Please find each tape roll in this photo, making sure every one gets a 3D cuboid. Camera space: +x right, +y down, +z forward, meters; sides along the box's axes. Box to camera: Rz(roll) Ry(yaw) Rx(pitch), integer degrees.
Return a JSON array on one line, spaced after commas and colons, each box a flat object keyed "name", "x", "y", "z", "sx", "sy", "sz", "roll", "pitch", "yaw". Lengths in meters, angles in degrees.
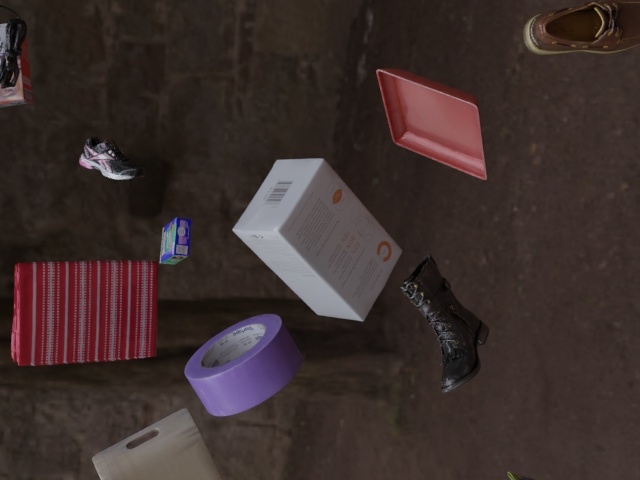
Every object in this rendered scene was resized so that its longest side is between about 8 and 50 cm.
[{"name": "tape roll", "x": -0.131, "y": 0.211, "z": 1.664, "sx": 0.080, "sy": 0.189, "sz": 0.189, "roll": 62, "pitch": 177, "yaw": -16}]

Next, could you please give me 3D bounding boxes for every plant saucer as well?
[{"name": "plant saucer", "x": 0.262, "y": -0.271, "z": 2.179, "sx": 0.047, "sy": 0.259, "sz": 0.258, "roll": -51, "pitch": -31, "yaw": -21}]

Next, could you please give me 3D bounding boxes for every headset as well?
[{"name": "headset", "x": -0.726, "y": -0.397, "z": 1.739, "sx": 0.243, "sy": 0.394, "sz": 0.185, "roll": -93, "pitch": 15, "yaw": -75}]

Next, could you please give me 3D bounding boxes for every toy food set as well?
[{"name": "toy food set", "x": -0.319, "y": 0.535, "z": 2.061, "sx": 0.092, "sy": 0.220, "sz": 0.306, "roll": 30, "pitch": 144, "yaw": 65}]

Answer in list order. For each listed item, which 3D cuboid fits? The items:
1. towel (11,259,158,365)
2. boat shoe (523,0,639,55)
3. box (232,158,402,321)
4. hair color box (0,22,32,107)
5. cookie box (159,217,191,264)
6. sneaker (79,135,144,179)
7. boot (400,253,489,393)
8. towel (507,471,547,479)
[{"name": "towel", "x": -0.450, "y": 0.136, "z": 1.871, "sx": 0.031, "sy": 0.275, "sz": 0.198, "roll": -164, "pitch": 75, "yaw": -65}, {"name": "boat shoe", "x": 0.342, "y": -0.262, "z": 1.192, "sx": 0.060, "sy": 0.178, "sz": 0.064, "roll": -161, "pitch": 62, "yaw": -84}, {"name": "box", "x": 0.000, "y": 0.000, "z": 2.268, "sx": 0.168, "sy": 0.345, "sz": 0.215, "roll": 3, "pitch": 54, "yaw": 48}, {"name": "hair color box", "x": -0.665, "y": -0.368, "z": 2.050, "sx": 0.053, "sy": 0.093, "sz": 0.167, "roll": 26, "pitch": -123, "yaw": -85}, {"name": "cookie box", "x": -0.341, "y": 0.003, "z": 2.292, "sx": 0.107, "sy": 0.040, "sz": 0.091, "roll": -27, "pitch": 58, "yaw": 61}, {"name": "sneaker", "x": -0.484, "y": -0.192, "z": 2.247, "sx": 0.072, "sy": 0.178, "sz": 0.077, "roll": -25, "pitch": -50, "yaw": -60}, {"name": "boot", "x": 0.246, "y": 0.174, "z": 2.062, "sx": 0.091, "sy": 0.229, "sz": 0.263, "roll": -32, "pitch": 15, "yaw": 33}, {"name": "towel", "x": 0.341, "y": 0.382, "z": 1.528, "sx": 0.060, "sy": 0.083, "sz": 0.009, "roll": -157, "pitch": 81, "yaw": -80}]
